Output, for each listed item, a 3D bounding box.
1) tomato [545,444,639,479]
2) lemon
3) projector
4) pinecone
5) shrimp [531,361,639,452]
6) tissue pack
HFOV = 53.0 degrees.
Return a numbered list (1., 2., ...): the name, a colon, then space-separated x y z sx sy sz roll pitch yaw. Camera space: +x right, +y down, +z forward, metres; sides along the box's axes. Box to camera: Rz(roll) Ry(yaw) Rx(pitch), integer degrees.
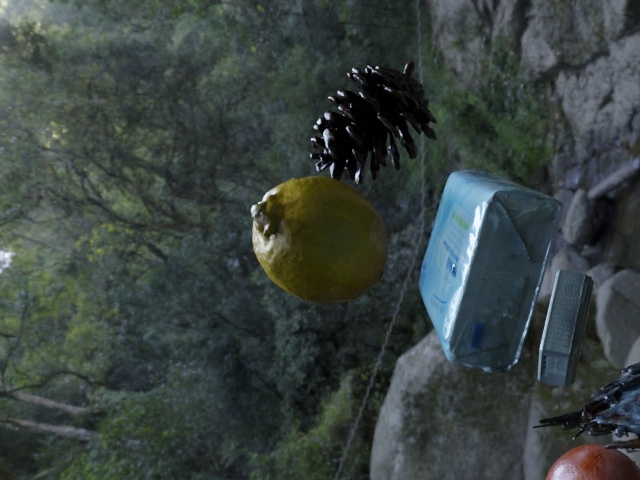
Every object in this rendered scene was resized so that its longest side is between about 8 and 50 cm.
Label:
1. tomato: 0.552 0.518 1.280 0.208 0.184 0.208 52 156 35
2. lemon: 0.000 0.000 0.966 0.256 0.188 0.188 30 -119 -34
3. projector: 0.641 0.231 1.673 0.192 0.099 0.257 71 -143 -51
4. pinecone: 0.115 -0.246 1.383 0.309 0.244 0.244 -45 -5 8
5. shrimp: 0.308 0.148 0.585 0.079 0.232 0.090 70 -169 -68
6. tissue pack: 0.174 0.016 0.718 0.263 0.089 0.177 -65 -12 -78
